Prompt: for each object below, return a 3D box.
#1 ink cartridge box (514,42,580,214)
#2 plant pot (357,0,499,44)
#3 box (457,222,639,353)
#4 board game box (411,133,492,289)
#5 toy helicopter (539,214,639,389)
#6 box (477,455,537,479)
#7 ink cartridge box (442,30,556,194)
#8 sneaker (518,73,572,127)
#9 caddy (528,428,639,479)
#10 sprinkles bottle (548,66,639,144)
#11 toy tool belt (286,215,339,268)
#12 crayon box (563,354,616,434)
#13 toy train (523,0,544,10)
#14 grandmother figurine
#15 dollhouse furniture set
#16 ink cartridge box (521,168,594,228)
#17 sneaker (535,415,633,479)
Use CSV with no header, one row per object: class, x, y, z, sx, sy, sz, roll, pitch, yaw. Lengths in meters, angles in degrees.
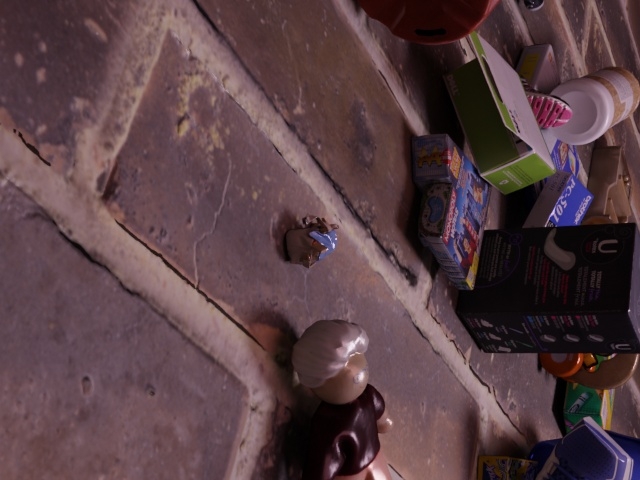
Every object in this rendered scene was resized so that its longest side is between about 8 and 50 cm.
ink cartridge box,0.423,-0.172,1.895,0.307,0.072,0.304,-59,138,-43
plant pot,0.174,-0.410,1.283,0.265,0.272,0.272,-56,135,-36
box,0.378,0.080,1.571,0.143,0.270,0.165,52,45,-46
board game box,0.185,-0.057,1.450,0.194,0.060,0.194,52,44,-45
toy helicopter,0.575,0.122,1.966,0.140,0.235,0.355,27,64,-58
box,0.319,0.398,1.658,0.169,0.054,0.059,26,66,-58
ink cartridge box,0.253,-0.198,1.491,0.255,0.097,0.189,21,48,-59
sneaker,0.358,-0.251,1.709,0.075,0.170,0.063,-82,-173,-45
caddy,0.509,0.466,1.734,0.341,0.179,0.241,172,-83,-76
sprinkles bottle,0.542,-0.272,1.929,0.355,0.121,0.121,-27,111,-60
toy tool belt,0.000,0.000,1.111,0.083,0.051,0.052,-39,121,-56
crayon box,0.588,0.301,2.115,0.165,0.081,0.278,68,33,-45
toy train,0.399,-0.523,1.875,0.184,0.080,0.105,55,50,-49
grandmother figurine,0.038,0.244,1.115,0.208,0.104,0.342,-53,136,-61
dollhouse furniture set,0.846,-0.097,2.319,0.362,0.394,0.256,59,39,-41
ink cartridge box,0.414,-0.017,1.780,0.097,0.046,0.207,33,83,-43
sneaker,0.354,0.440,1.550,0.182,0.127,0.316,-5,131,-51
